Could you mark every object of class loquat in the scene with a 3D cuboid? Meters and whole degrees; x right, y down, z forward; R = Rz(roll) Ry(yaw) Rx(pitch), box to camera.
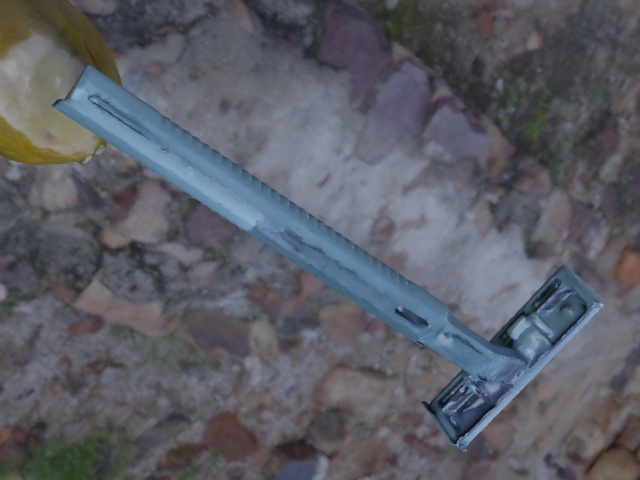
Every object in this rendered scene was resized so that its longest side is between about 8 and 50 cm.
[{"bbox_3d":[-0.312,-0.179,1.186,0.176,0.187,0.234,-40,103,-6],"label":"loquat"}]

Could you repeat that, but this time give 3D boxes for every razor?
[{"bbox_3d":[0.000,0.003,0.402,0.211,0.036,0.084,31,110,-23],"label":"razor"}]
